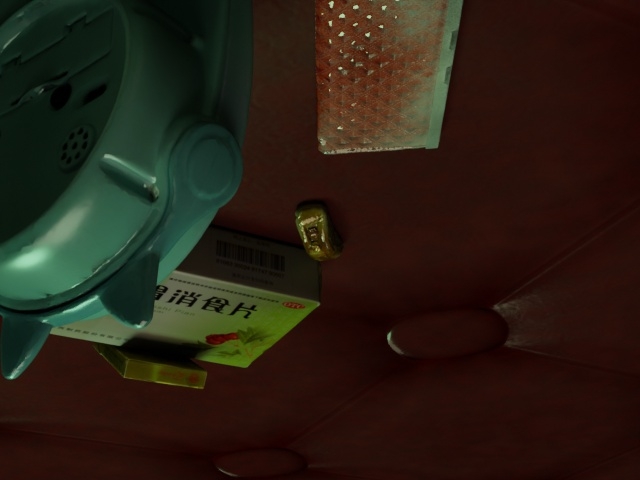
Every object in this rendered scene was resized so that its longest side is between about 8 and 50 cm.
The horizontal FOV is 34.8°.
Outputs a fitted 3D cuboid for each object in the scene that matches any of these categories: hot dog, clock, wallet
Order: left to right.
[{"bbox_3d":[-0.147,-0.061,0.613,0.224,0.274,0.094,-23,143,28],"label":"clock"},{"bbox_3d":[0.000,0.000,0.960,0.030,0.034,0.090,-10,148,11],"label":"hot dog"},{"bbox_3d":[0.047,-0.129,0.760,0.103,0.020,0.196,-3,150,-1],"label":"wallet"}]

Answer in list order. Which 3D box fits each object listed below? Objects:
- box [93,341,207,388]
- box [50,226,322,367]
[{"bbox_3d":[-0.185,0.126,1.091,0.089,0.022,0.156,14,180,-26],"label":"box"},{"bbox_3d":[-0.153,0.048,1.003,0.261,0.062,0.175,14,146,-25],"label":"box"}]
